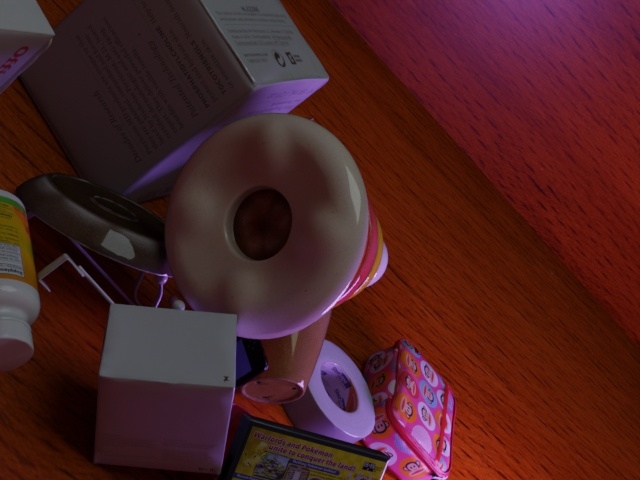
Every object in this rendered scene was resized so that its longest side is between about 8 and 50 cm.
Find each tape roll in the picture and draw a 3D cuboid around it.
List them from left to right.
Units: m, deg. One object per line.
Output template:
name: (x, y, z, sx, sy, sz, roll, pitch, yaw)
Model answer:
tape roll: (0.012, 0.304, 2.247, 0.219, 0.072, 0.219, 40, 30, -28)

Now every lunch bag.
lunch bag: (0.197, 0.381, 2.436, 0.258, 0.120, 0.293, 50, 27, -21)

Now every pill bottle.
pill bottle: (-0.474, 0.059, 1.621, 0.136, 0.136, 0.245, 24, 40, -48)

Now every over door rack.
over door rack: (-0.315, 0.069, 1.817, 0.324, 0.108, 0.239, 40, 2, -31)

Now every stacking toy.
stacking toy: (0.000, 0.000, 1.914, 0.480, 0.351, 0.350, 15, 46, -62)

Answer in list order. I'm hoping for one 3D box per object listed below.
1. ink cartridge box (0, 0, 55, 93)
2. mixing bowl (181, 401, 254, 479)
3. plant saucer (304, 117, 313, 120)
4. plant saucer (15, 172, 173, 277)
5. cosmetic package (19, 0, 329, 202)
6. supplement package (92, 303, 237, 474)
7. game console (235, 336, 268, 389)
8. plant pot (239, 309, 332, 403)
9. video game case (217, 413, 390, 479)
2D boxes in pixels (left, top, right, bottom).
ink cartridge box: (-0.617, -0.282, 1.616, 0.160, 0.279, 0.385, 60, 25, 10)
mixing bowl: (-0.161, 0.362, 1.847, 0.181, 0.098, 0.181, 40, 30, -28)
plant saucer: (-0.130, -0.133, 2.337, 0.048, 0.258, 0.259, 35, 26, 6)
plant saucer: (-0.348, -0.036, 1.879, 0.311, 0.050, 0.310, 27, 8, -4)
cosmetic package: (-0.269, -0.311, 2.112, 0.327, 0.394, 0.329, 57, 26, 5)
supplement package: (-0.229, 0.221, 1.691, 0.194, 0.203, 0.149, 6, 41, -7)
game console: (-0.180, 0.194, 1.961, 0.085, 0.144, 0.124, 16, 46, -52)
plant pot: (-0.084, 0.163, 2.108, 0.237, 0.237, 0.254, 31, 48, -41)
video game case: (-0.047, 0.421, 1.788, 0.275, 0.248, 0.035, 21, 1, -30)
